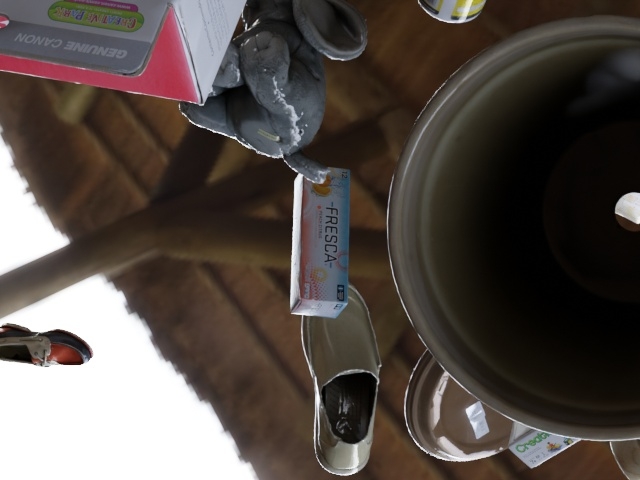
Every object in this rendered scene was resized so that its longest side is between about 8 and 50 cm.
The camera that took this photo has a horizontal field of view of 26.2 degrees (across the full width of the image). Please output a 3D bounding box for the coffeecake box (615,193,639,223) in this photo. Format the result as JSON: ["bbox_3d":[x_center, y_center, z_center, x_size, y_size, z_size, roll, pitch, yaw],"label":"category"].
[{"bbox_3d":[0.462,-0.140,1.899,0.185,0.068,0.142,-47,-144,32],"label":"coffeecake box"}]

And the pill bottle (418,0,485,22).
[{"bbox_3d":[0.202,-0.400,1.918,0.103,0.103,0.184,55,-29,25],"label":"pill bottle"}]

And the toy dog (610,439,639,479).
[{"bbox_3d":[0.505,0.340,1.762,0.220,0.161,0.334,-12,-104,34],"label":"toy dog"}]

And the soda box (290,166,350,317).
[{"bbox_3d":[0.000,0.000,1.705,0.058,0.063,0.183,124,-30,-65],"label":"soda box"}]

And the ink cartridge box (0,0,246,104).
[{"bbox_3d":[-0.230,-0.224,1.146,0.309,0.272,0.130,11,-31,14],"label":"ink cartridge box"}]

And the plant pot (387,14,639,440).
[{"bbox_3d":[0.251,-0.018,1.152,0.323,0.323,0.280,62,20,6],"label":"plant pot"}]

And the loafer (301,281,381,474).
[{"bbox_3d":[0.036,0.171,1.825,0.092,0.102,0.268,126,-40,-66],"label":"loafer"}]

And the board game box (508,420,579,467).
[{"bbox_3d":[0.360,0.152,1.864,0.053,0.305,0.193,41,-55,-12],"label":"board game box"}]

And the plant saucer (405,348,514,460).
[{"bbox_3d":[0.257,0.224,2.088,0.041,0.278,0.278,45,-26,51],"label":"plant saucer"}]

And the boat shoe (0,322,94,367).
[{"bbox_3d":[-0.332,0.129,1.621,0.137,0.043,0.049,9,-54,21],"label":"boat shoe"}]

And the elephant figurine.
[{"bbox_3d":[-0.038,-0.216,1.437,0.169,0.239,0.186,13,-40,19],"label":"elephant figurine"}]
